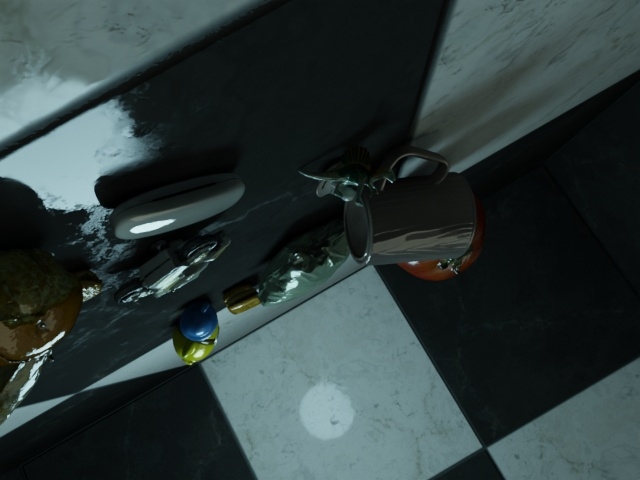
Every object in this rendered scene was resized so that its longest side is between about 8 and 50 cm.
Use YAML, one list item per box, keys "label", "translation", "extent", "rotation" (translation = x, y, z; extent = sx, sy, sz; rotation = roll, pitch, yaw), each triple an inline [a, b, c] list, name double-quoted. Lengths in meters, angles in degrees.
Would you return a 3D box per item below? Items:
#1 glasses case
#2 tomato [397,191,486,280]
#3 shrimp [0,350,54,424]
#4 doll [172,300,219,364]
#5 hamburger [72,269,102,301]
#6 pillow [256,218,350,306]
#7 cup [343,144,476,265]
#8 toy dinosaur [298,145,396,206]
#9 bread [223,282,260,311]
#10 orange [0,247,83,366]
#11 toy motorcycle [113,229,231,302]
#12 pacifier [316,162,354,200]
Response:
- label: "glasses case"
  translation: [-0.196, -0.050, 0.640]
  extent: [0.193, 0.049, 0.074]
  rotation: [-24, 167, -33]
- label: "tomato"
  translation: [0.339, -0.045, 1.402]
  extent: [0.322, 0.321, 0.321]
  rotation: [-29, 169, -6]
- label: "shrimp"
  translation: [-0.530, 0.218, 0.804]
  extent: [0.317, 0.077, 0.168]
  rotation: [-50, -156, 12]
- label: "doll"
  translation: [-0.394, 0.283, 1.459]
  extent: [0.363, 0.145, 0.199]
  rotation: [121, -10, -51]
- label: "hamburger"
  translation: [-0.392, 0.078, 0.719]
  extent: [0.083, 0.044, 0.076]
  rotation: [-29, 167, -16]
- label: "pillow"
  translation: [-0.029, 0.060, 1.331]
  extent: [0.283, 0.138, 0.310]
  rotation: [-26, 162, -36]
- label: "cup"
  translation: [0.218, -0.066, 1.083]
  extent: [0.273, 0.208, 0.288]
  rotation: [-6, 153, -14]
- label: "toy dinosaur"
  translation: [0.059, -0.132, 0.861]
  extent: [0.106, 0.187, 0.044]
  rotation: [-63, -164, -3]
- label: "bread"
  translation: [-0.257, 0.197, 1.513]
  extent: [0.116, 0.077, 0.200]
  rotation: [-30, 171, -11]
- label: "orange"
  translation: [-0.381, 0.077, 0.557]
  extent: [0.156, 0.134, 0.156]
  rotation: [17, 90, -74]
- label: "toy motorcycle"
  translation: [-0.268, 0.050, 0.845]
  extent: [0.229, 0.074, 0.151]
  rotation: [-34, 171, 11]
- label: "pacifier"
  translation: [0.040, -0.112, 0.909]
  extent: [0.099, 0.078, 0.081]
  rotation: [-17, 148, -47]
